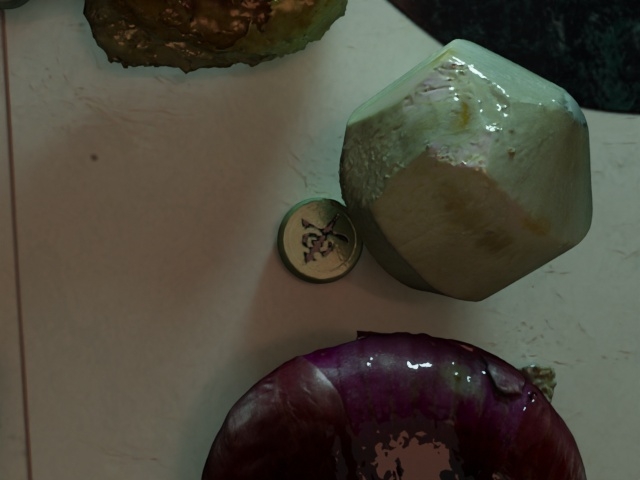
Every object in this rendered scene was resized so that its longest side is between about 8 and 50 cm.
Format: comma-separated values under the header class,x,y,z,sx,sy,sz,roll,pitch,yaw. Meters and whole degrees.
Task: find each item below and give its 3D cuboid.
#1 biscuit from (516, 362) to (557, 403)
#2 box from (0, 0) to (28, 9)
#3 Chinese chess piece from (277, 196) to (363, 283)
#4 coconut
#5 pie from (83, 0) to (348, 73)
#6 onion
class,x,y,z,sx,sy,sz,roll,pitch,yaw
biscuit,0.107,0.182,1.493,0.250,0.032,0.133,2,89,-10
box,-0.273,-0.324,1.338,0.163,0.243,0.135,20,58,-36
Chinese chess piece,0.000,0.000,1.481,0.084,0.034,0.084,0,88,-10
coconut,0.140,-0.070,1.408,0.241,0.241,0.241,1,87,-10
pie,-0.080,-0.286,1.425,0.308,0.085,0.308,-5,106,-18
onion,0.066,0.256,1.339,0.347,0.285,0.347,-1,113,-1
